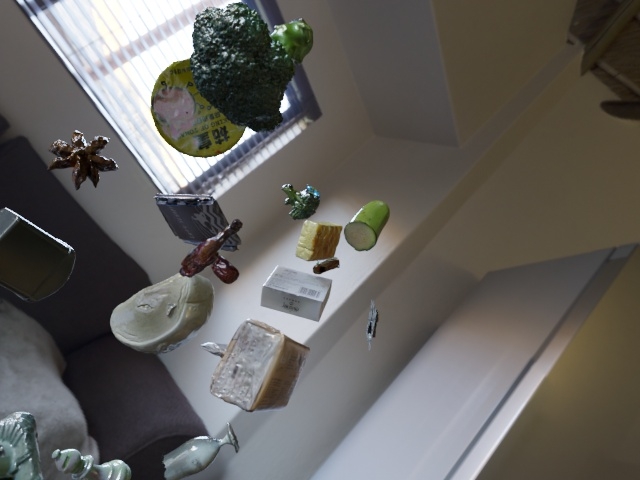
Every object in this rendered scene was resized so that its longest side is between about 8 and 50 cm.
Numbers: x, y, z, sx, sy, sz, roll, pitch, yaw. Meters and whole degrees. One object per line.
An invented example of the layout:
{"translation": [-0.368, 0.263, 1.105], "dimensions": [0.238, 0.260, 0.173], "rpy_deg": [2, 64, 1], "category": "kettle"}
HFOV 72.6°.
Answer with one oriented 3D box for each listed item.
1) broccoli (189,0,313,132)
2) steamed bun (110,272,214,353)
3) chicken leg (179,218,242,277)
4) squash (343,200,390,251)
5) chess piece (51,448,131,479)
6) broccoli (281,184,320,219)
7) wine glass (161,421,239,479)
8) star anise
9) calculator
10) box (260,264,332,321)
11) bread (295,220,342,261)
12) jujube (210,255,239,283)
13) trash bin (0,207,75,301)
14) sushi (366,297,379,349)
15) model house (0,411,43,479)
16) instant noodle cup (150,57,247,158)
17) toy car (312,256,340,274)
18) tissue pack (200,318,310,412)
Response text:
{"translation": [-0.152, -0.397, 0.999], "dimensions": [0.297, 0.297, 0.298], "rpy_deg": [36, -34, 30], "category": "broccoli"}
{"translation": [-0.580, 0.302, 1.666], "dimensions": [0.236, 0.383, 0.247], "rpy_deg": [61, 1, 21], "category": "steamed bun"}
{"translation": [-0.256, 0.023, 0.992], "dimensions": [0.205, 0.093, 0.053], "rpy_deg": [-28, -74, 34], "category": "chicken leg"}
{"translation": [0.140, -0.053, 1.225], "dimensions": [0.095, 0.188, 0.095], "rpy_deg": [13, -57, 20], "category": "squash"}
{"translation": [-0.761, 0.750, 1.418], "dimensions": [0.139, 0.139, 0.272], "rpy_deg": [24, -27, 49], "category": "chess piece"}
{"translation": [-0.080, -0.158, 1.684], "dimensions": [0.160, 0.154, 0.167], "rpy_deg": [48, 20, -16], "category": "broccoli"}
{"translation": [-0.360, 0.641, 1.311], "dimensions": [0.103, 0.222, 0.103], "rpy_deg": [61, -14, 26], "category": "wine glass"}
{"translation": [-0.732, -0.259, 1.346], "dimensions": [0.212, 0.196, 0.111], "rpy_deg": [49, -52, 19], "category": "star anise"}
{"translation": [-0.329, -0.048, 1.145], "dimensions": [0.273, 0.028, 0.166], "rpy_deg": [6, -48, 39], "category": "calculator"}
{"translation": [-0.097, 0.218, 1.824], "dimensions": [0.260, 0.194, 0.111], "rpy_deg": [12, -65, 10], "category": "box"}
{"translation": [0.001, 0.000, 1.427], "dimensions": [0.068, 0.126, 0.188], "rpy_deg": [21, 9, 26], "category": "bread"}
{"translation": [-0.377, 0.113, 1.699], "dimensions": [0.129, 0.077, 0.077], "rpy_deg": [45, -18, 0], "category": "jujube"}
{"translation": [-0.767, 0.048, 1.130], "dimensions": [0.101, 0.177, 0.236], "rpy_deg": [25, -21, 24], "category": "trash bin"}
{"translation": [0.233, 0.357, 1.883], "dimensions": [0.139, 0.031, 0.201], "rpy_deg": [-91, -173, -65], "category": "sushi"}
{"translation": [-0.867, 0.564, 1.028], "dimensions": [0.267, 0.194, 0.325], "rpy_deg": [60, 3, 27], "category": "model house"}
{"translation": [-0.436, -0.474, 1.537], "dimensions": [0.326, 0.325, 0.254], "rpy_deg": [58, -7, -31], "category": "instant noodle cup"}
{"translation": [0.024, 0.110, 1.862], "dimensions": [0.035, 0.121, 0.059], "rpy_deg": [44, -32, 46], "category": "toy car"}
{"translation": [-0.188, 0.343, 1.229], "dimensions": [0.238, 0.238, 0.305], "rpy_deg": [39, -8, 21], "category": "tissue pack"}
